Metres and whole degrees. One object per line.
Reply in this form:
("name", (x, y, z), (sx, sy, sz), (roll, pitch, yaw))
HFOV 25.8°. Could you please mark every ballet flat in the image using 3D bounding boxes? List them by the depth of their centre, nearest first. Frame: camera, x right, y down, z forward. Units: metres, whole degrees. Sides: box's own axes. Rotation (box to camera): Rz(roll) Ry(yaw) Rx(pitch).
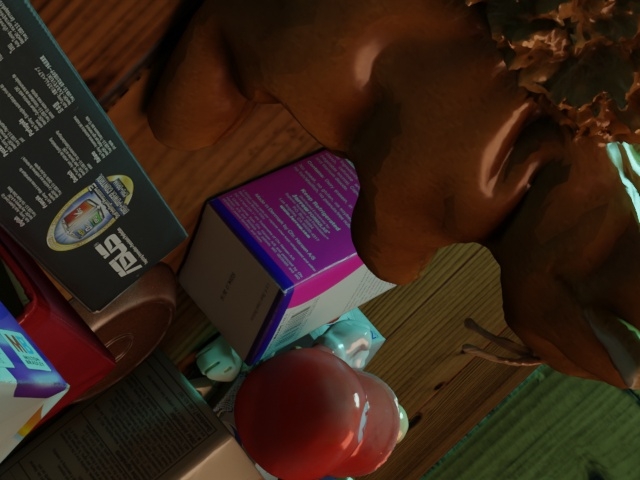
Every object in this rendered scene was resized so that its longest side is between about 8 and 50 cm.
("ballet flat", (-0.110, 0.142, 1.411), (0.188, 0.070, 0.070), (-54, 158, 23))

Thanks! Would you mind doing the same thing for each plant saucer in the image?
("plant saucer", (-0.185, 0.087, 1.193), (0.168, 0.029, 0.168), (-36, 159, -16))

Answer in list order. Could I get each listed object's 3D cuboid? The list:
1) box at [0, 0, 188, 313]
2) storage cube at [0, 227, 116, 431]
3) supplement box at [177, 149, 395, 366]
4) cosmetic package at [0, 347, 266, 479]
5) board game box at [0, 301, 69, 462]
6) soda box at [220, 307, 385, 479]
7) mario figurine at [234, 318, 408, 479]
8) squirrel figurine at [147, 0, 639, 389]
("box", (-0.165, -0.099, 0.546), (0.060, 0.216, 0.270), (-40, 162, -6))
("storage cube", (-0.244, 0.036, 0.705), (0.184, 0.215, 0.193), (-41, 167, -7))
("supplement box", (0.000, 0.000, 1.237), (0.220, 0.114, 0.111), (-25, 154, -38))
("cosmetic package", (-0.210, 0.257, 1.281), (0.296, 0.153, 0.129), (-38, 140, -9))
("board game box", (-0.249, 0.000, 0.504), (0.144, 0.275, 0.142), (-46, 161, 10))
("soda box", (-0.051, 0.179, 1.553), (0.098, 0.091, 0.286), (-16, 148, -48))
("mario figurine", (0.026, 0.182, 1.290), (0.170, 0.198, 0.320), (-36, 169, -9))
("squirrel figurine", (0.144, -0.089, 0.882), (0.281, 0.370, 0.397), (-27, 163, -38))
